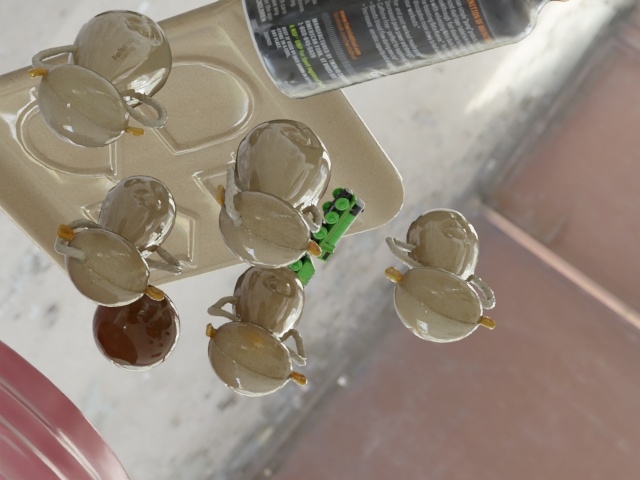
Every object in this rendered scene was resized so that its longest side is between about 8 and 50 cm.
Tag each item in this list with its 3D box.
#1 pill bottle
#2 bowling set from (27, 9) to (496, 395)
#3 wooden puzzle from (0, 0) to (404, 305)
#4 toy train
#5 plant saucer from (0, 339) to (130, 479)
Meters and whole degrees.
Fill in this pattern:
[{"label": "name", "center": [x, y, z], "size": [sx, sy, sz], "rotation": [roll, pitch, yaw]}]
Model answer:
[{"label": "pill bottle", "center": [0.075, -0.193, 1.184], "size": [0.245, 0.130, 0.130], "rotation": [-12, 164, 18]}, {"label": "bowling set", "center": [-0.060, 0.024, 0.905], "size": [0.200, 0.287, 0.154], "rotation": [-59, -174, 21]}, {"label": "wooden puzzle", "center": [-0.136, -0.090, 1.526], "size": [0.347, 0.081, 0.322], "rotation": [-19, 137, 19]}, {"label": "toy train", "center": [0.000, 0.000, 1.047], "size": [0.023, 0.017, 0.083], "rotation": [26, 116, -26]}, {"label": "plant saucer", "center": [-0.234, 0.131, 0.965], "size": [0.084, 0.332, 0.332], "rotation": [-54, 160, -32]}]
